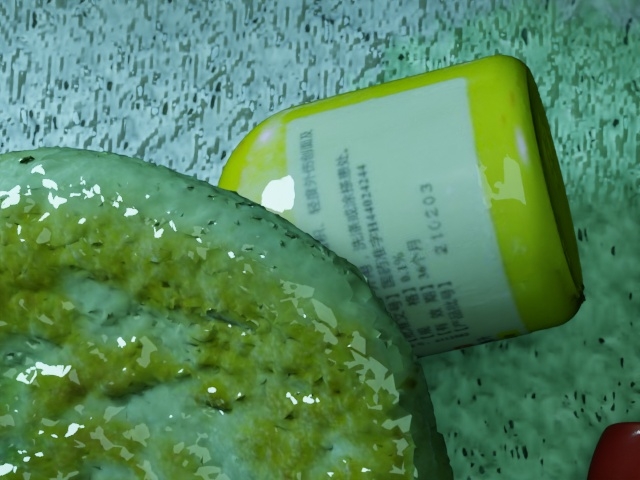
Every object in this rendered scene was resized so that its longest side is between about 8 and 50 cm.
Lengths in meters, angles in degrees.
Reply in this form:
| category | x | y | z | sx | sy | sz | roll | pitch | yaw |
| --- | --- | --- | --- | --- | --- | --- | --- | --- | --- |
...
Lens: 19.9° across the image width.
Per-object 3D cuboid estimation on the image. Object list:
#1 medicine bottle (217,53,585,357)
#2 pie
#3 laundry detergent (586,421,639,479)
| category | x | y | z | sx | sy | sz | roll | pitch | yaw |
| --- | --- | --- | --- | --- | --- | --- | --- | --- | --- |
| medicine bottle | 0.000 | 0.000 | 0.804 | 0.213 | 0.122 | 0.121 | -14 | 80 | 12 |
| pie | -0.090 | 0.112 | 0.757 | 0.323 | 0.070 | 0.323 | 1 | 95 | 15 |
| laundry detergent | 0.167 | 0.163 | 0.811 | 0.097 | 0.049 | 0.165 | 0 | 80 | 6 |
